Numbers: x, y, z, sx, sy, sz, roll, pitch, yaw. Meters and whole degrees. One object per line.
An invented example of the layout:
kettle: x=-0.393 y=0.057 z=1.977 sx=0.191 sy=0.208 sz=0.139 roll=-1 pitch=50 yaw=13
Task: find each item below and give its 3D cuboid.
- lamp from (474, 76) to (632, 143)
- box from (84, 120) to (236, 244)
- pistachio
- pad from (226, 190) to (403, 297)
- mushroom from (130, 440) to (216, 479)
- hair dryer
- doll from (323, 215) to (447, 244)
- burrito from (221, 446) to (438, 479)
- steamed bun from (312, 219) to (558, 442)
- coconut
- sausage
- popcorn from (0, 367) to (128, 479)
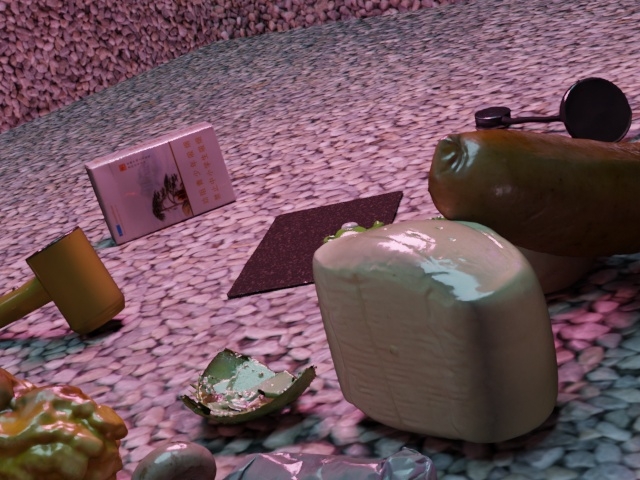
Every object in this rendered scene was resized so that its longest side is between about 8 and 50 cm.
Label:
lamp: x=0.369 y=-0.229 z=1.873 sx=0.130 sy=0.108 sz=0.371 roll=-21 pitch=19 yaw=-11
box: x=-0.282 y=-0.103 z=2.007 sx=0.233 sy=0.149 sz=0.067 roll=-21 pitch=16 yaw=-16
pistachio: x=0.263 y=-0.024 z=1.330 sx=0.138 sy=0.153 sz=0.238 roll=-9 pitch=44 yaw=51
pad: x=0.000 y=0.000 z=1.688 sx=0.220 sy=0.004 sz=0.330 roll=-11 pitch=19 yaw=16
mushroom: x=-0.130 y=0.230 z=1.041 sx=0.085 sy=0.085 sz=0.079 roll=-24 pitch=49 yaw=-22
hair dryer: x=-0.413 y=0.093 z=1.633 sx=0.279 sy=0.135 sz=0.090 roll=-26 pitch=12 yaw=31
doll: x=0.097 y=-0.003 z=1.539 sx=0.190 sy=0.050 sz=0.115 roll=-5 pitch=27 yaw=10
burrito: x=0.006 y=0.212 z=0.982 sx=0.203 sy=0.064 sz=0.064 roll=-9 pitch=20 yaw=28
steamed bun: x=0.114 y=0.073 z=1.067 sx=0.155 sy=0.200 sz=0.250 roll=-30 pitch=25 yaw=-37
coconut: x=-0.081 y=0.161 z=1.208 sx=0.133 sy=0.055 sz=0.158 roll=-26 pitch=19 yaw=-23
sausage: x=0.314 y=-0.050 z=1.209 sx=0.501 sy=0.136 sz=0.123 roll=-4 pitch=10 yaw=-34
popcorn: x=-0.291 y=0.211 z=1.124 sx=0.194 sy=0.163 sz=0.140 roll=20 pitch=48 yaw=8
